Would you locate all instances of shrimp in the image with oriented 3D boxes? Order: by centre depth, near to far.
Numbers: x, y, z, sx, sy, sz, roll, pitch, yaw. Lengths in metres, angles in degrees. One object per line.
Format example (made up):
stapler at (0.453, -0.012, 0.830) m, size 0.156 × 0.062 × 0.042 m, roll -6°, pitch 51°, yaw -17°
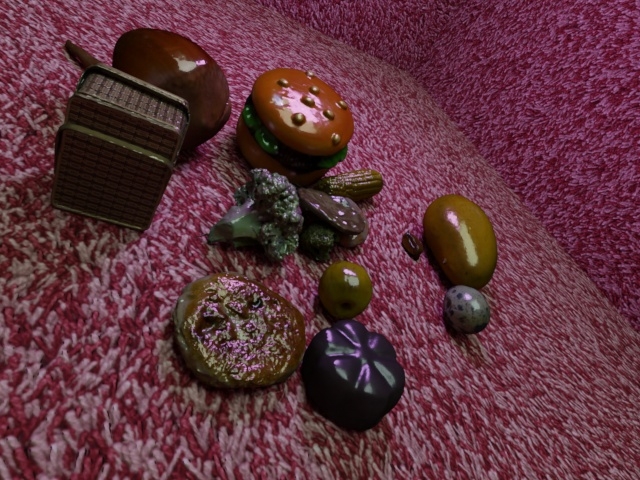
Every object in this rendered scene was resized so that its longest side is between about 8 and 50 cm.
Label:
shrimp at (0.035, -0.107, 1.475) m, size 0.317 × 0.062 × 0.164 m, roll 40°, pitch 56°, yaw 2°

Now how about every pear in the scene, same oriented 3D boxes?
pear at (0.069, 0.128, 1.194) m, size 0.149 × 0.149 × 0.162 m, roll 25°, pitch 41°, yaw -15°

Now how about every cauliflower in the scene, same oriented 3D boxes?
cauliflower at (-0.177, -0.057, 1.187) m, size 0.315 × 0.239 × 0.256 m, roll -24°, pitch 105°, yaw -33°

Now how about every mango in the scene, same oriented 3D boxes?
mango at (0.539, 0.004, 1.687) m, size 0.301 × 0.220 × 0.445 m, roll 27°, pitch 39°, yaw -18°

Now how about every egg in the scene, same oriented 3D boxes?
egg at (0.474, 0.221, 1.440) m, size 0.141 × 0.141 × 0.181 m, roll 18°, pitch 30°, yaw -25°

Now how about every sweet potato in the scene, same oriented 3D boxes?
sweet potato at (-0.759, -0.588, 1.413) m, size 0.214 × 0.050 × 0.050 m, roll 40°, pitch 34°, yaw 10°

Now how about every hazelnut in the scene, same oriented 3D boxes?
hazelnut at (-0.437, -0.430, 1.270) m, size 0.372 × 0.372 × 0.315 m, roll 40°, pitch 73°, yaw 5°

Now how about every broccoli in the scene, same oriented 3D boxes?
broccoli at (0.000, 0.000, 1.324) m, size 0.130 × 0.131 × 0.120 m, roll -31°, pitch 109°, yaw -66°

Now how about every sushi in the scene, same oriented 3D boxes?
sushi at (0.346, 0.012, 1.652) m, size 0.055 × 0.052 × 0.120 m, roll 19°, pitch 31°, yaw -53°

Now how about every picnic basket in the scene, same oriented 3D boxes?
picnic basket at (-0.448, -0.198, 0.984) m, size 0.228 × 0.313 × 0.175 m, roll 19°, pitch 37°, yaw -25°

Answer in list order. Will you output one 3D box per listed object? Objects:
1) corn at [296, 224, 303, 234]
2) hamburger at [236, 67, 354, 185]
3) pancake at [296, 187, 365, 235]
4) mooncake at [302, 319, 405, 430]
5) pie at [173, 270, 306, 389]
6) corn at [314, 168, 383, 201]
corn at (-0.096, -0.093, 1.379) m, size 0.068 × 0.068 × 0.207 m, roll 14°, pitch 41°, yaw -29°
hamburger at (-0.092, -0.406, 1.506) m, size 0.396 × 0.277 × 0.395 m, roll 16°, pitch 52°, yaw -22°
pancake at (0.031, -0.091, 1.360) m, size 0.236 × 0.042 × 0.222 m, roll 24°, pitch 24°, yaw -21°
mooncake at (0.078, 0.303, 1.017) m, size 0.245 × 0.133 × 0.245 m, roll 19°, pitch 33°, yaw -13°
pie at (-0.173, 0.192, 0.962) m, size 0.315 × 0.092 × 0.315 m, roll 24°, pitch 37°, yaw -20°
corn at (0.113, -0.203, 1.651) m, size 0.363 × 0.120 × 0.120 m, roll -14°, pitch 58°, yaw -45°
